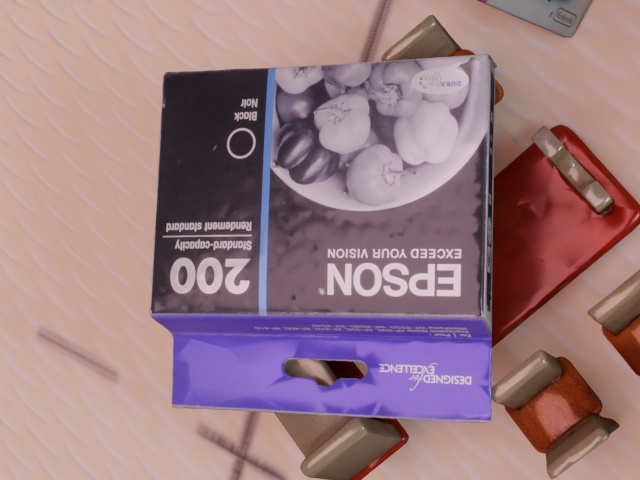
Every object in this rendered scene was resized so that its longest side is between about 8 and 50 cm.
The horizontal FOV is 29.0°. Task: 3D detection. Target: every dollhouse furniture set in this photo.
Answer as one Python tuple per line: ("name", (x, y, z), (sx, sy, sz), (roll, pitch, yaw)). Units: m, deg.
("dollhouse furniture set", (0.082, 0.038, 0.790), (0.259, 0.135, 0.262), (-41, 73, 11))

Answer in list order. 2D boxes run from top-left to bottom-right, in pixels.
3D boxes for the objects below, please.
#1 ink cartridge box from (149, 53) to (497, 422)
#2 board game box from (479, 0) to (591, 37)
("ink cartridge box", (0.000, 0.000, 0.727), (0.206, 0.045, 0.208), (-1, 85, 19))
("board game box", (0.138, -0.280, 0.678), (0.097, 0.224, 0.303), (33, 106, 24))
